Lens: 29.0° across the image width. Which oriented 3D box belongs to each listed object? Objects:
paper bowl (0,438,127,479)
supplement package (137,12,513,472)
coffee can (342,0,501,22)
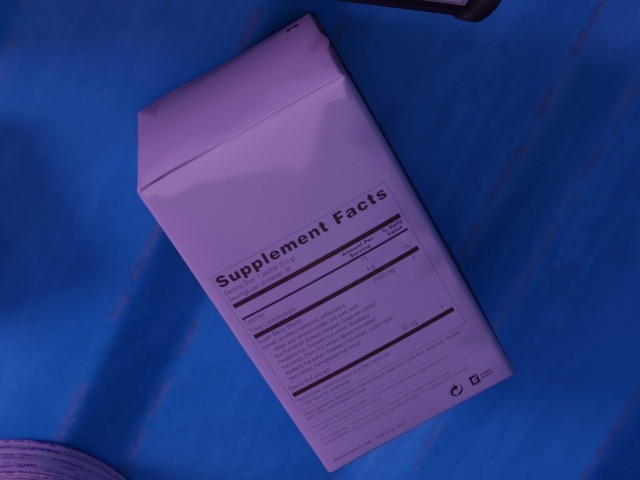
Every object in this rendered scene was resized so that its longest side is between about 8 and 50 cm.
[{"bbox_3d":[-0.283,0.336,1.130,0.284,0.148,0.284,-3,114,-8],"label":"paper bowl"},{"bbox_3d":[0.000,0.000,0.997,0.175,0.177,0.293,-29,115,6],"label":"supplement package"},{"bbox_3d":[-0.007,-0.270,0.858,0.275,0.201,0.202,6,114,-11],"label":"coffee can"}]
